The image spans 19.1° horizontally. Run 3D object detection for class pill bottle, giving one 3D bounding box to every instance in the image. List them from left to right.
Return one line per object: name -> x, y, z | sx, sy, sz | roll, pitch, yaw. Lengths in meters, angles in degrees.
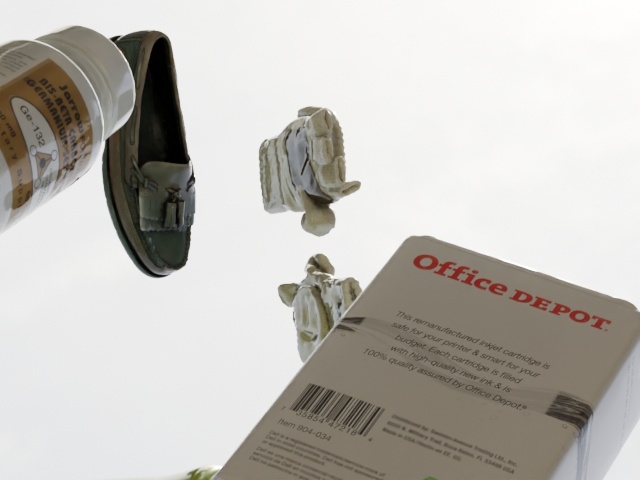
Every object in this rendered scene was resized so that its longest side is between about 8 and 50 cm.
pill bottle -> -0.250, -0.089, 1.534 | 0.131, 0.131, 0.229 | -1, -156, 29

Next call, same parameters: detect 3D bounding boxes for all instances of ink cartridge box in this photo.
ink cartridge box -> 0.083, 0.140, 1.310 | 0.198, 0.114, 0.273 | 19, -134, 24

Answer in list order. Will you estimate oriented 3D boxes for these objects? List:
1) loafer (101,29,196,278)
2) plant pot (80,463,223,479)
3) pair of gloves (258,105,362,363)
loafer -> -0.180, -0.094, 2.039 | 0.084, 0.267, 0.096 | -12, 179, 42
plant pot -> -0.200, 0.340, 1.520 | 0.353, 0.366, 0.366 | -21, -146, 15
pair of gloves -> 0.000, 0.000, 1.724 | 0.042, 0.240, 0.204 | -6, 172, -19
